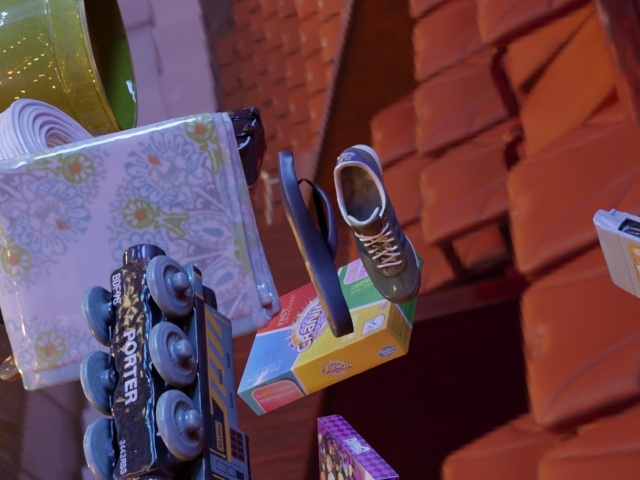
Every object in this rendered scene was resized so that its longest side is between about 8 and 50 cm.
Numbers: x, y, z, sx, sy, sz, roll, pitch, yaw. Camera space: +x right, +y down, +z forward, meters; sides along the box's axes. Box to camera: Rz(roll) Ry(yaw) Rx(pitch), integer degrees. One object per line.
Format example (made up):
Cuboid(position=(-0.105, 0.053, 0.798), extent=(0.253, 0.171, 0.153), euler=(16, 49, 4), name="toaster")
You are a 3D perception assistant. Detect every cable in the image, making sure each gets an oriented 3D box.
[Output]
Cuboid(position=(-0.415, -0.107, 1.865), extent=(0.257, 0.089, 0.257), euler=(24, -147, -56), name="cable")

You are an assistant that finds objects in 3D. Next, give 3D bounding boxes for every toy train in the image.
Cuboid(position=(-0.170, 0.167, 1.342), extent=(0.190, 0.142, 0.334), euler=(41, -149, -47), name="toy train")

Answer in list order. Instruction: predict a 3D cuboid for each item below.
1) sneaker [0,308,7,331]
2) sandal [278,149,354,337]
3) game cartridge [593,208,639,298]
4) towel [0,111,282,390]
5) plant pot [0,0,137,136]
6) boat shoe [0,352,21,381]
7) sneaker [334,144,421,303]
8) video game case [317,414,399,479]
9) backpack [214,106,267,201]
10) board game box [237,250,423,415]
Cuboid(position=(-0.485, 0.153, 2.009), extent=(0.227, 0.087, 0.130), euler=(12, -114, -38), name="sneaker")
Cuboid(position=(0.000, 0.001, 1.557), extent=(0.097, 0.054, 0.254), euler=(142, 108, -83), name="sandal")
Cuboid(position=(0.625, 0.059, 2.072), extent=(0.062, 0.297, 0.198), euler=(-45, -46, -22), name="game cartridge")
Cuboid(position=(-0.264, 0.011, 1.633), extent=(0.090, 0.374, 0.321), euler=(-169, 65, -77), name="towel")
Cuboid(position=(-0.582, -0.354, 2.333), extent=(0.366, 0.353, 0.366), euler=(-10, -90, -87), name="plant pot")
Cuboid(position=(-0.440, 0.183, 1.888), extent=(0.056, 0.153, 0.048), euler=(18, 138, 49), name="boat shoe")
Cuboid(position=(0.058, -0.014, 1.340), extent=(0.086, 0.064, 0.192), euler=(-26, -82, -74), name="sneaker")
Cuboid(position=(0.053, 0.381, 1.652), extent=(0.232, 0.041, 0.210), euler=(-146, 52, -67), name="video game case")
Cuboid(position=(-0.248, -0.171, 2.525), extent=(0.225, 0.253, 0.191), euler=(-81, -15, -59), name="backpack")
Cuboid(position=(0.020, 0.148, 2.033), extent=(0.064, 0.316, 0.242), euler=(49, -149, -24), name="board game box")
